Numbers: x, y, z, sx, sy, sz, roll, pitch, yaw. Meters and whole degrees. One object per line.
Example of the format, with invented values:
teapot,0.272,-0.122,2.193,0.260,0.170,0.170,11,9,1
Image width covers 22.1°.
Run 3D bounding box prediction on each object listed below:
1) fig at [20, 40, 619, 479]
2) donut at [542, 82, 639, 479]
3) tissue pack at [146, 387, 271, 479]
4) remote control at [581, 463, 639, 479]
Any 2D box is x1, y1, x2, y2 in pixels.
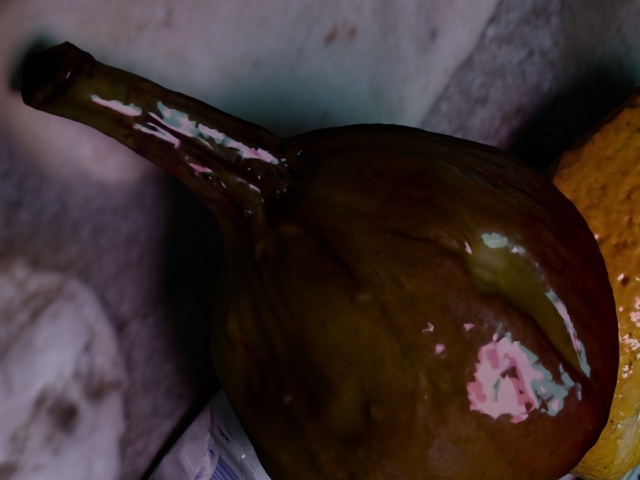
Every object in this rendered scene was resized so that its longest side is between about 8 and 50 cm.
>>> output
fig,0.011,0.026,0.684,0.290,0.191,0.190,31,82,-55
donut,0.179,0.027,0.963,0.253,0.118,0.253,-44,153,-30
tissue pack,-0.077,0.174,0.771,0.193,0.026,0.122,-52,141,-21
remote control,0.190,0.204,1.122,0.233,0.038,0.098,-52,141,-20
